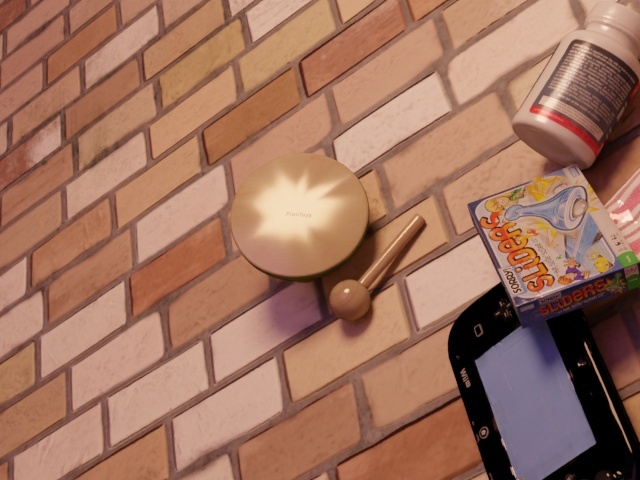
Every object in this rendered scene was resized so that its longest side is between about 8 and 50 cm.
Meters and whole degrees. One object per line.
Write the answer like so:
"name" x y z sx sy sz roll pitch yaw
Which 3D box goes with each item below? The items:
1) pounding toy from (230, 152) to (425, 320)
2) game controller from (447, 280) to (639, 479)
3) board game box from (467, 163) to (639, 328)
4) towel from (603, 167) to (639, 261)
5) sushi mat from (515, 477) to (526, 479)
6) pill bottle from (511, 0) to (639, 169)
"pounding toy" 0.000 0.000 1.600 0.237 0.110 0.183 31 72 20
"game controller" 0.230 0.171 1.272 0.166 0.067 0.319 -34 43 20
"board game box" 0.252 0.002 1.321 0.136 0.035 0.201 -21 35 3
"towel" 0.388 -0.023 1.285 0.144 0.029 0.197 -48 41 11
"sushi mat" 0.245 0.372 1.112 0.316 0.019 0.151 42 110 46
"pill bottle" 0.314 -0.184 1.417 0.108 0.108 0.180 25 80 49
